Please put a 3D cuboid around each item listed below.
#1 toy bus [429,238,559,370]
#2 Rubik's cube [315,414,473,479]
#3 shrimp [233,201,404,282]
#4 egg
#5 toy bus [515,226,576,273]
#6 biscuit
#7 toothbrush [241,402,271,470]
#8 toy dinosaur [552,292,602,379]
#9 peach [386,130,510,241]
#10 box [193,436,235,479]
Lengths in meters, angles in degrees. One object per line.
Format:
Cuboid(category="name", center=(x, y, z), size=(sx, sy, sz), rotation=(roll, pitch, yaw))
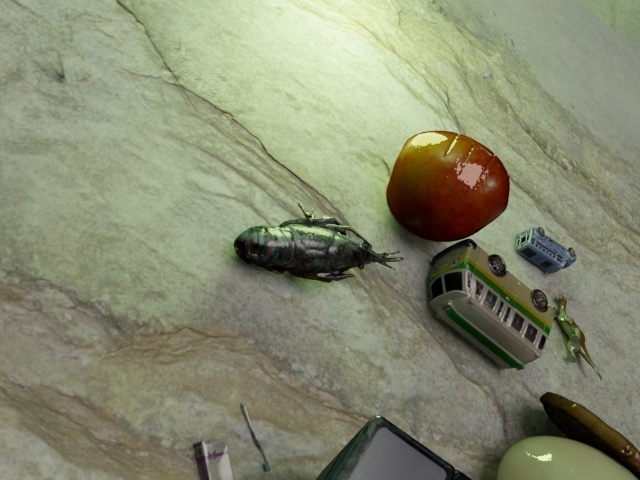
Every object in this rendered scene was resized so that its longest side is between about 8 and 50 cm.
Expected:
Cuboid(category="toy bus", center=(0.390, 0.156, 1.798), size=(0.305, 0.143, 0.179), rotation=(39, 52, -15))
Cuboid(category="Rubik's cube", center=(0.096, 0.521, 1.213), size=(0.316, 0.318, 0.313), rotation=(34, 53, 5))
Cuboid(category="shrimp", center=(-0.002, 0.000, 1.591), size=(0.372, 0.137, 0.172), rotation=(4, 81, -33))
Cuboid(category="egg", center=(0.521, 0.559, 1.592), size=(0.345, 0.283, 0.283), rotation=(37, 46, 17))
Cuboid(category="toy bus", center=(0.603, 0.034, 2.063), size=(0.167, 0.073, 0.076), rotation=(31, 55, -15))
Cuboid(category="biscuit", center=(0.639, 0.467, 1.717), size=(0.046, 0.359, 0.359), rotation=(-45, 97, -8))
Cuboid(category="toothbrush", center=(-0.119, 0.359, 1.411), size=(0.013, 0.011, 0.131), rotation=(-3, 67, -60))
Cuboid(category="toy dinosaur", center=(0.668, 0.255, 2.019), size=(0.212, 0.057, 0.142), rotation=(59, 28, -11))
Cuboid(category="peach", center=(0.296, -0.113, 1.790), size=(0.274, 0.248, 0.245), rotation=(21, 81, 19))
Cuboid(category="box", center=(-0.179, 0.401, 1.328), size=(0.050, 0.036, 0.117), rotation=(-5, 71, -37))
